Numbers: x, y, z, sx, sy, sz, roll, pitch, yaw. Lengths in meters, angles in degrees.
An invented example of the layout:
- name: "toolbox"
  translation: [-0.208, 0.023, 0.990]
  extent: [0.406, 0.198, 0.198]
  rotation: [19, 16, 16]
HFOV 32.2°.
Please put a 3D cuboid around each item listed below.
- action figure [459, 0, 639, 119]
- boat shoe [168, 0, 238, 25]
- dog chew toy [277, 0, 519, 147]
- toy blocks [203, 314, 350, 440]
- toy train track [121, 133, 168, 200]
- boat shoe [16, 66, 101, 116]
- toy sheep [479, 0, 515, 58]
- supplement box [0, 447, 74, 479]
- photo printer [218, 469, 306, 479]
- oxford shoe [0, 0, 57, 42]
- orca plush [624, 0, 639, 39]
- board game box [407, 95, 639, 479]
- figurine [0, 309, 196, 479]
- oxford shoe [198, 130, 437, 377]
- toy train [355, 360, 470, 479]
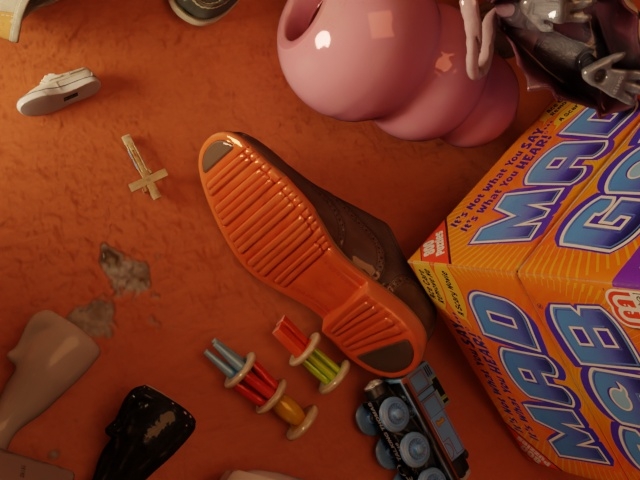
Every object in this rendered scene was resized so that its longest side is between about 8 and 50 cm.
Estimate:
- name: "action figure"
  translation: [0.260, -0.289, 1.363]
  extent: [0.275, 0.370, 0.248]
  rotation: [-9, 126, -6]
- name: "boat shoe"
  translation: [-0.093, -0.409, 1.363]
  extent: [0.116, 0.099, 0.320]
  rotation: [32, 68, -18]
- name: "dog chew toy"
  translation: [0.112, -0.217, 1.380]
  extent: [0.331, 0.206, 0.207]
  rotation: [24, 71, -29]
- name: "toy blocks"
  translation: [-0.053, 0.143, 1.305]
  extent: [0.148, 0.054, 0.123]
  rotation: [42, 66, -13]
- name: "toy train track"
  translation: [-0.210, -0.084, 1.295]
  extent: [0.048, 0.014, 0.083]
  rotation: [-26, 87, -20]
- name: "boat shoe"
  translation: [-0.301, -0.172, 1.258]
  extent: [0.100, 0.035, 0.035]
  rotation: [-26, 65, -24]
- name: "toy sheep"
  translation: [0.245, -0.292, 1.516]
  extent: [0.091, 0.091, 0.132]
  rotation: [28, 64, -19]
- name: "supplement box"
  translation: [-0.324, 0.324, 1.067]
  extent: [0.113, 0.111, 0.220]
  rotation: [22, 91, -15]
- name: "photo printer"
  translation: [-0.014, 0.405, 1.244]
  extent: [0.307, 0.107, 0.256]
  rotation: [21, 72, -21]
- name: "oxford shoe"
  translation: [-0.241, -0.382, 1.252]
  extent: [0.130, 0.169, 0.449]
  rotation: [46, 72, -8]
- name: "orca plush"
  translation: [0.422, -0.333, 1.602]
  extent: [0.287, 0.151, 0.102]
  rotation: [16, 42, -20]
- name: "board game box"
  translation: [0.402, 0.054, 1.325]
  extent: [0.356, 0.356, 0.357]
  rotation: [-46, 119, -26]
- name: "figurine"
  translation: [-0.275, 0.214, 1.170]
  extent: [0.215, 0.092, 0.209]
  rotation: [40, 70, -13]
- name: "oxford shoe"
  translation: [0.000, 0.000, 1.340]
  extent: [0.364, 0.130, 0.133]
  rotation: [49, 40, -10]
- name: "toy train"
  translation: [0.121, 0.241, 1.359]
  extent: [0.105, 0.080, 0.184]
  rotation: [-31, 94, -33]
